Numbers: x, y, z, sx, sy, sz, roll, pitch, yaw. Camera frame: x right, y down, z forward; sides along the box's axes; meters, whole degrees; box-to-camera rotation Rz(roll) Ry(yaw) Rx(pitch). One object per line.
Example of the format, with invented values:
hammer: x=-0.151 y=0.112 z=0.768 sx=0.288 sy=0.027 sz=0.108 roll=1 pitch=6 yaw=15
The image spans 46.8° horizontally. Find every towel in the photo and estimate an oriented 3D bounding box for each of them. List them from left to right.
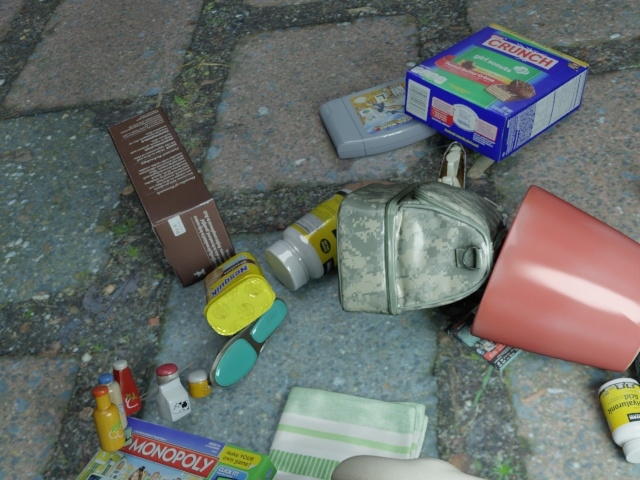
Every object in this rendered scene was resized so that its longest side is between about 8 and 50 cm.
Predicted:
towel: x=0.020 y=0.383 z=1.152 sx=0.247 sy=0.038 sz=0.325 roll=4 pitch=49 yaw=19

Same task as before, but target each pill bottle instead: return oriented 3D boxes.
pill bottle: x=0.000 y=0.000 z=1.460 sx=0.208 sy=0.119 sz=0.119 roll=-37 pitch=50 yaw=-19
pill bottle: x=0.470 y=0.273 z=1.123 sx=0.065 sy=0.065 sz=0.116 roll=-9 pitch=47 yaw=6

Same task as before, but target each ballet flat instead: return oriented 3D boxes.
ballet flat: x=-0.140 y=0.187 z=1.369 sx=0.068 sy=0.072 sz=0.213 roll=-4 pitch=39 yaw=50
ballet flat: x=0.270 y=-0.122 z=1.535 sx=0.077 sy=0.079 sz=0.221 roll=1 pitch=48 yaw=14

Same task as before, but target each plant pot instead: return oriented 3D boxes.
plant pot: x=0.405 y=0.078 z=1.202 sx=0.243 sy=0.275 sz=0.275 roll=23 pitch=56 yaw=15

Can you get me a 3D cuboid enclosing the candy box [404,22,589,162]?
candy box: x=0.387 y=-0.335 z=1.632 sx=0.317 sy=0.122 sz=0.268 roll=-33 pitch=52 yaw=-32

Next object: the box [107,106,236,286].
box: x=-0.322 y=-0.104 z=1.590 sx=0.143 sy=0.191 sz=0.381 roll=-24 pitch=47 yaw=-9

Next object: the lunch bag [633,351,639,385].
lunch bag: x=0.586 y=0.231 z=1.116 sx=0.176 sy=0.090 sz=0.219 roll=-9 pitch=46 yaw=7

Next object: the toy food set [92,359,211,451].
toy food set: x=-0.296 y=0.250 z=1.257 sx=0.111 sy=0.105 sz=0.232 roll=8 pitch=22 yaw=42

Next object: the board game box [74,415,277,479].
board game box: x=-0.250 y=0.396 z=1.146 sx=0.317 sy=0.046 sz=0.213 roll=3 pitch=43 yaw=34

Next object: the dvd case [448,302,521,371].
dvd case: x=0.298 y=0.168 z=1.302 sx=0.087 sy=0.013 sz=0.119 roll=-38 pitch=51 yaw=-21

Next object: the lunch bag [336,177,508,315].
lunch bag: x=0.186 y=0.004 z=1.284 sx=0.256 sy=0.213 sz=0.305 roll=3 pitch=10 yaw=18

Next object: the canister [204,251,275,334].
canister: x=-0.159 y=0.094 z=1.392 sx=0.126 sy=0.073 sz=0.170 roll=-35 pitch=20 yaw=0

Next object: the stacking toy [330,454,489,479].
stacking toy: x=0.131 y=0.522 z=0.875 sx=0.350 sy=0.350 sz=0.480 roll=9 pitch=69 yaw=21

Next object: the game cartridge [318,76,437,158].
game cartridge: x=0.160 y=-0.294 z=1.745 sx=0.297 sy=0.062 sz=0.198 roll=-19 pitch=42 yaw=-4
